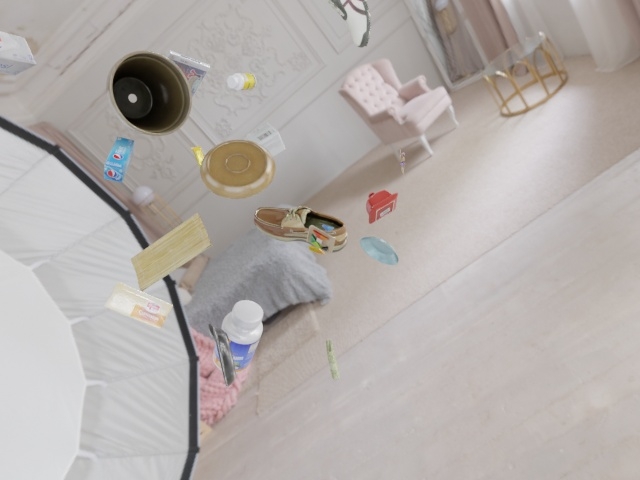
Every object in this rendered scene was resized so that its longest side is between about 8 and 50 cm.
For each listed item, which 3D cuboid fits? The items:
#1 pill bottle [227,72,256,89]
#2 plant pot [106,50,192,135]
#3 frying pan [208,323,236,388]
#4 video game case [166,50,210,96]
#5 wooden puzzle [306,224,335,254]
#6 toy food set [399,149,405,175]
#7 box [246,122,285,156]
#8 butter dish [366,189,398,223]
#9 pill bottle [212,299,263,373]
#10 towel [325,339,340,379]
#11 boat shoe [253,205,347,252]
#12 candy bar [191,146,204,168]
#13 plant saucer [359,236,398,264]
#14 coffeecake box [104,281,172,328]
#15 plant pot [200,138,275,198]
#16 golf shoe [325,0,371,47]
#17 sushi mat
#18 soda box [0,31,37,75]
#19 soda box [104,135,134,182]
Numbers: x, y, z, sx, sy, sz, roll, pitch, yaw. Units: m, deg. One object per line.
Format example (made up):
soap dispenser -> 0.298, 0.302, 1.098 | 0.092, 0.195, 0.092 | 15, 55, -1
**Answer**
pill bottle -> -0.317, -0.638, 1.629 | 0.065, 0.065, 0.116 | -25, 4, 39
plant pot -> -0.751, -0.607, 1.714 | 0.280, 0.323, 0.323 | 17, 59, 48
frying pan -> -0.326, 0.377, 1.351 | 0.053, 0.197, 0.326 | -12, -4, -18
video game case -> -0.625, -0.743, 1.830 | 0.201, 0.183, 0.023 | -36, 60, 41
wooden puzzle -> 0.000, 0.000, 1.027 | 0.014, 0.079, 0.116 | -55, -21, -37
toy food set -> 0.384, -0.365, 1.884 | 0.019, 0.122, 0.078 | -2, 65, 17
box -> -0.209, -0.378, 1.561 | 0.101, 0.087, 0.102 | -34, 48, -9
butter dish -> 0.269, -0.179, 1.907 | 0.160, 0.118, 0.160 | -31, -26, -11
pill bottle -> -0.306, 0.361, 1.534 | 0.152, 0.152, 0.272 | -77, 9, -59
towel -> 0.042, 0.409, 1.404 | 0.027, 0.110, 0.148 | -13, 1, 0
boat shoe -> -0.062, -0.064, 1.361 | 0.120, 0.324, 0.122 | 96, -171, -51
candy bar -> -0.444, -0.284, 1.525 | 0.040, 0.161, 0.018 | -14, -13, -38
plant saucer -> 0.267, 0.036, 1.797 | 0.037, 0.195, 0.195 | -54, 23, -21
coffeecake box -> -0.478, 0.172, 1.064 | 0.185, 0.142, 0.068 | -20, 44, 63
plant pot -> -0.259, -0.235, 1.272 | 0.236, 0.236, 0.032 | -52, -14, -26
golf shoe -> 0.064, -0.685, 1.155 | 0.120, 0.272, 0.105 | -21, 20, -7
sushi mat -> -0.534, 0.041, 1.445 | 0.316, 0.019, 0.151 | -33, 61, 7
soda box -> -1.003, -0.566, 1.195 | 0.098, 0.091, 0.286 | -17, 11, 13
soda box -> -0.797, -0.324, 1.612 | 0.210, 0.067, 0.071 | -99, 28, -46
